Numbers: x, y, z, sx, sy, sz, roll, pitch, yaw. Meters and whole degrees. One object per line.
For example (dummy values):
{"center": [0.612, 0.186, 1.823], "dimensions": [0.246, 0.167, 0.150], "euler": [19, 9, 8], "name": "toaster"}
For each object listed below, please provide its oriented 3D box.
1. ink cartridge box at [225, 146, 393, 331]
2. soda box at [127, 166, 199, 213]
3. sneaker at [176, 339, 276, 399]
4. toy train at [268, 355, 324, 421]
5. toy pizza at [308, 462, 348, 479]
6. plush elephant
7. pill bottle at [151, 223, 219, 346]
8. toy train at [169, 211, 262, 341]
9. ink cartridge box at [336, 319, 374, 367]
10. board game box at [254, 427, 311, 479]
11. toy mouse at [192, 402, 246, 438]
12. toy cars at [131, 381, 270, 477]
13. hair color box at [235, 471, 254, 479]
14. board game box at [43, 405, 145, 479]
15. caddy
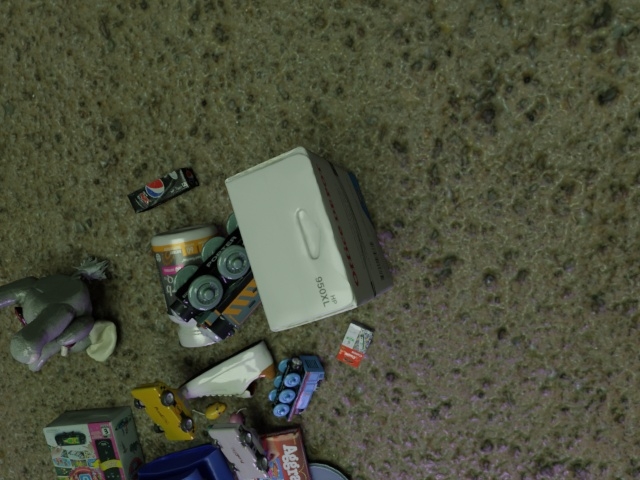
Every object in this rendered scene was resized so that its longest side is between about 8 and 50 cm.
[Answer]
{"center": [0.000, 0.000, 1.037], "dimensions": [0.166, 0.395, 0.285], "euler": [-20, 84, 15], "name": "ink cartridge box"}
{"center": [-0.394, -0.126, 1.294], "dimensions": [0.169, 0.060, 0.053], "euler": [-23, 94, 16], "name": "soda box"}
{"center": [-0.247, 0.374, 1.336], "dimensions": [0.290, 0.106, 0.123], "euler": [-28, 92, 14], "name": "sneaker"}
{"center": [-0.062, 0.373, 1.302], "dimensions": [0.105, 0.080, 0.184], "euler": [8, 115, -23], "name": "toy train"}
{"center": [0.000, 0.684, 1.384], "dimensions": [0.201, 0.032, 0.201], "euler": [2, 101, 13], "name": "toy pizza"}
{"center": [-0.683, 0.218, 1.339], "dimensions": [0.272, 0.330, 0.255], "euler": [24, 128, 20], "name": "plush elephant"}
{"center": [-0.307, 0.108, 1.269], "dimensions": [0.162, 0.162, 0.278], "euler": [-9, 99, 14], "name": "pill bottle"}
{"center": [-0.180, 0.074, 1.172], "dimensions": [0.334, 0.142, 0.190], "euler": [-49, 122, -16], "name": "toy train"}
{"center": [0.085, 0.262, 1.283], "dimensions": [0.063, 0.029, 0.115], "euler": [23, 104, 6], "name": "ink cartridge box"}
{"center": [-0.095, 0.638, 1.352], "dimensions": [0.145, 0.027, 0.281], "euler": [-12, 97, 2], "name": "board game box"}
{"center": [-0.259, 0.511, 1.405], "dimensions": [0.161, 0.031, 0.143], "euler": [-21, 96, 15], "name": "toy mouse"}
{"center": [-0.282, 0.455, 1.281], "dimensions": [0.394, 0.087, 0.176], "euler": [29, 127, -4], "name": "toy cars"}
{"center": [-0.160, 0.668, 1.404], "dimensions": [0.093, 0.053, 0.167], "euler": [-17, 96, 13], "name": "hair color box"}
{"center": [-0.631, 0.643, 1.480], "dimensions": [0.224, 0.097, 0.303], "euler": [-9, 100, 14], "name": "board game box"}
{"center": [-0.376, 0.683, 1.354], "dimensions": [0.341, 0.241, 0.179], "euler": [-22, 91, 21], "name": "caddy"}
